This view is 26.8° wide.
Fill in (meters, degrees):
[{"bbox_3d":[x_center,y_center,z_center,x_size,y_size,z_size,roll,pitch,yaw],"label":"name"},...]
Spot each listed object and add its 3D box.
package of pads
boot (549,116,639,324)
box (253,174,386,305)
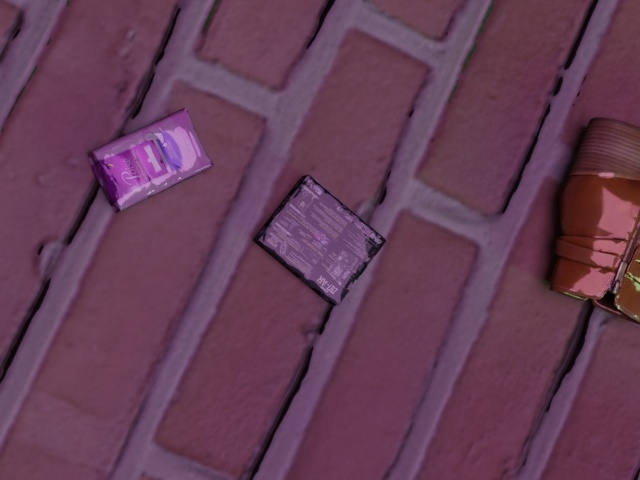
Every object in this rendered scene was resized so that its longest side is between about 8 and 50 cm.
[{"bbox_3d":[-0.127,-0.060,1.004,0.083,0.032,0.050,-27,93,-16],"label":"package of pads"},{"bbox_3d":[0.288,-0.002,1.111,0.197,0.073,0.152,16,83,-4],"label":"boot"},{"bbox_3d":[0.000,0.000,1.048,0.083,0.018,0.067,39,78,-12],"label":"box"}]
